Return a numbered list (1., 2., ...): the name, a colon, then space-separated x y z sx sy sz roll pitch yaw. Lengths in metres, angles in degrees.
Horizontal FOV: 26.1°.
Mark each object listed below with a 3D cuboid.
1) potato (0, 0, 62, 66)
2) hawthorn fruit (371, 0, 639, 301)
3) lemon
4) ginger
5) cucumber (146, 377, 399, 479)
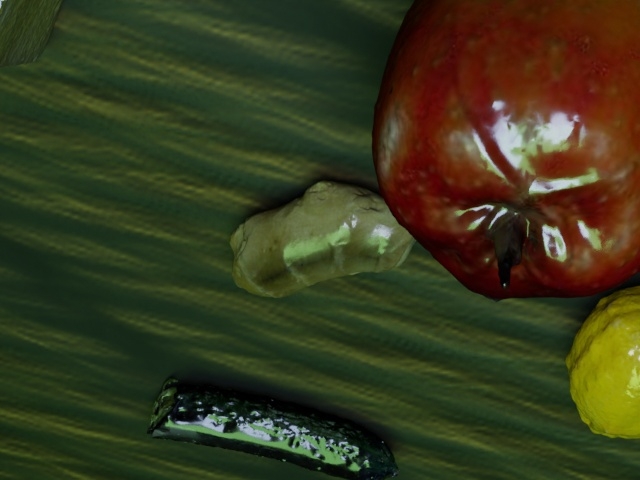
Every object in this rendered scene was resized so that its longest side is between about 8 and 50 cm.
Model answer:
1. potato: -0.213 -0.259 0.992 0.112 0.269 0.255 28 98 -8
2. hawthorn fruit: 0.156 -0.069 0.945 0.254 0.300 0.254 7 129 9
3. lemon: 0.264 0.106 1.161 0.114 0.114 0.155 17 126 0
4. ginger: 0.001 0.000 1.171 0.190 0.069 0.095 -18 145 22
5. cucumber: -0.042 0.181 1.315 0.245 0.067 0.067 10 126 2
